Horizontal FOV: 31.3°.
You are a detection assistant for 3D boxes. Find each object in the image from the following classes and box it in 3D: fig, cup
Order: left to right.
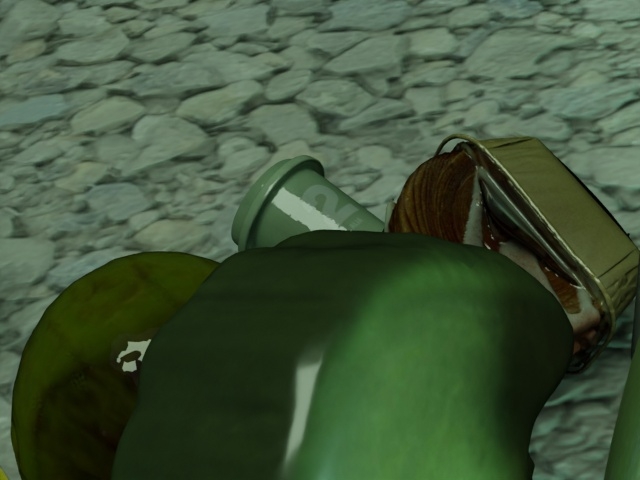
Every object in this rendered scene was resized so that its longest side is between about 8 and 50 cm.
[{"bbox_3d":[-0.130,0.124,0.894,0.239,0.239,0.271,-32,25,-16],"label":"fig"},{"bbox_3d":[0.000,0.000,1.052,0.141,0.120,0.120,36,64,21],"label":"cup"}]

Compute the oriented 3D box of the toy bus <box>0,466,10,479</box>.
[{"bbox_3d":[-0.230,0.269,0.860,0.074,0.081,0.226,-9,38,-30],"label":"toy bus"}]

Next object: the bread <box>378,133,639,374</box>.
[{"bbox_3d":[0.150,0.013,0.953,0.212,0.142,0.224,-23,64,-34],"label":"bread"}]

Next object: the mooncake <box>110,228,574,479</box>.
[{"bbox_3d":[0.027,0.167,0.726,0.187,0.351,0.351,0,46,40],"label":"mooncake"}]

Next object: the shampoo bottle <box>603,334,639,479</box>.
[{"bbox_3d":[0.340,0.159,0.694,0.317,0.322,0.322,13,53,9],"label":"shampoo bottle"}]

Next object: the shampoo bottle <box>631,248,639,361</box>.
[{"bbox_3d":[0.286,0.003,0.851,0.092,0.303,0.092,-5,49,6],"label":"shampoo bottle"}]
